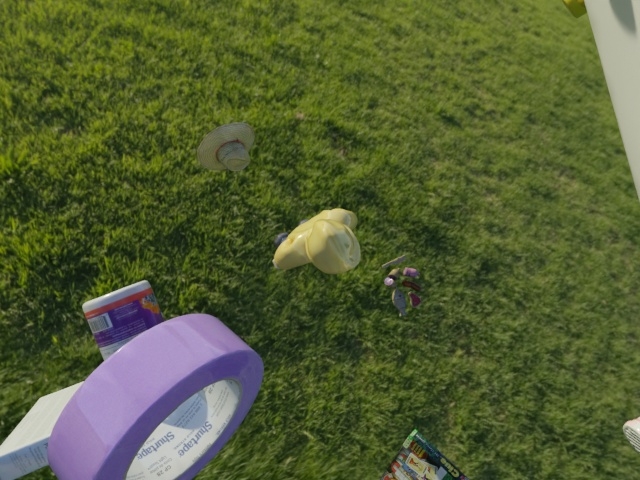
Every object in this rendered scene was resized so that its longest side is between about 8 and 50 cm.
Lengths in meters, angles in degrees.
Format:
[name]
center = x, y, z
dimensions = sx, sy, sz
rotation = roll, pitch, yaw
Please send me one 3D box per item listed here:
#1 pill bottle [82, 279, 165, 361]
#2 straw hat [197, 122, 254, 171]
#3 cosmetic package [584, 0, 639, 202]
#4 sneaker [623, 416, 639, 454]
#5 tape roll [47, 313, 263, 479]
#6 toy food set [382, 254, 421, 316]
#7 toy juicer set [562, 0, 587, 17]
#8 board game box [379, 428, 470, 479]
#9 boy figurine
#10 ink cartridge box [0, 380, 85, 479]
[pill bottle]
center = -0.302, 0.173, 0.742
dimensions = 0.108, 0.108, 0.193
rotation = -23, 94, -36
[straw hat]
center = -0.189, -0.183, 0.974
dimensions = 0.144, 0.144, 0.061
rotation = -23, 63, -36
[cosmetic package]
center = 0.355, -0.215, 0.358
dimensions = 0.156, 0.217, 0.384
rotation = 13, 68, -73
[sneaker]
center = 0.341, 0.207, 0.389
dimensions = 0.070, 0.051, 0.134
rotation = -27, 63, -6
[tape roll]
center = -0.206, 0.237, 0.611
dimensions = 0.090, 0.274, 0.275
rotation = 33, 46, 25
[toy food set]
center = 0.184, 0.098, 0.972
dimensions = 0.078, 0.019, 0.122
rotation = -25, 98, -2
[toy juicer set]
center = 0.448, -0.315, 0.644
dimensions = 0.209, 0.089, 0.329
rotation = 8, 55, -49
[board game box]
center = 0.174, 0.494, 0.856
dimensions = 0.136, 0.259, 0.030
rotation = 36, 32, 27
[boy figurine]
center = 0.000, 0.000, 0.802
dimensions = 0.177, 0.285, 0.092
rotation = -32, 100, -15
[ink cartridge box]
center = -0.441, 0.319, 0.829
dimensions = 0.232, 0.189, 0.066
rotation = -18, 104, -4
